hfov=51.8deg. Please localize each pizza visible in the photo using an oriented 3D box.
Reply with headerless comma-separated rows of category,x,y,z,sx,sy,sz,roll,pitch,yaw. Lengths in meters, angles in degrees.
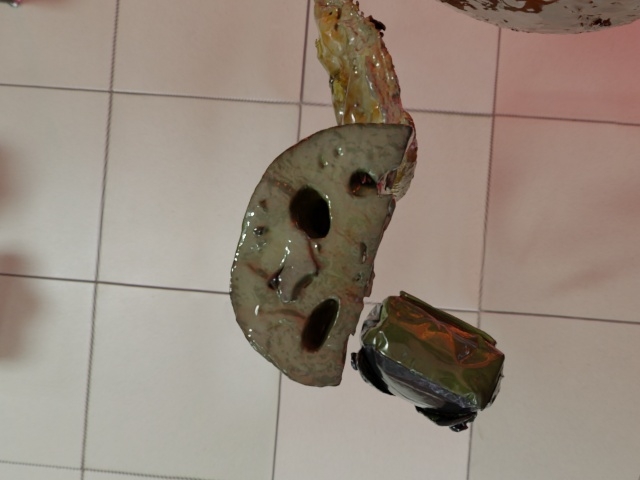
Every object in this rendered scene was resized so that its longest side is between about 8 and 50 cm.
pizza,0.048,-0.191,0.823,0.071,0.189,0.297,-15,85,-5

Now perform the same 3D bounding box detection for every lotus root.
lotus root,0.000,0.000,0.594,0.138,0.119,0.235,21,93,-3

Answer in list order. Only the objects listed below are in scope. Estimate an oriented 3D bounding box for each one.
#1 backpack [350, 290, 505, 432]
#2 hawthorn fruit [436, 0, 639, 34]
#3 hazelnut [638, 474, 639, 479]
backpack,0.151,0.182,0.951,0.206,0.253,0.140,28,75,14
hawthorn fruit,0.104,-0.245,0.289,0.315,0.316,0.316,0,90,3
hazelnut,0.351,0.217,0.495,0.211,0.181,0.181,-10,53,6
